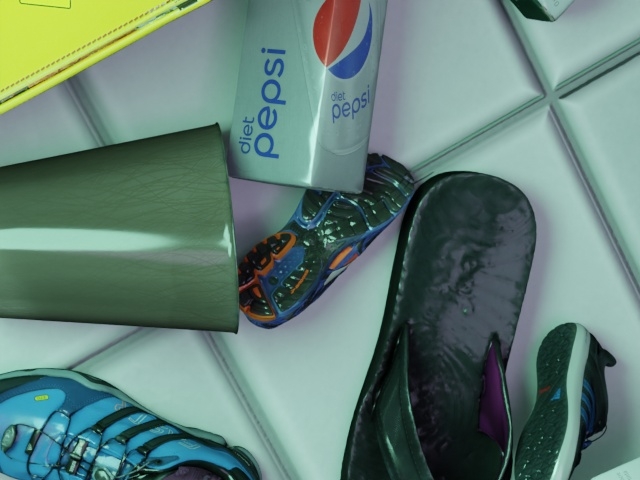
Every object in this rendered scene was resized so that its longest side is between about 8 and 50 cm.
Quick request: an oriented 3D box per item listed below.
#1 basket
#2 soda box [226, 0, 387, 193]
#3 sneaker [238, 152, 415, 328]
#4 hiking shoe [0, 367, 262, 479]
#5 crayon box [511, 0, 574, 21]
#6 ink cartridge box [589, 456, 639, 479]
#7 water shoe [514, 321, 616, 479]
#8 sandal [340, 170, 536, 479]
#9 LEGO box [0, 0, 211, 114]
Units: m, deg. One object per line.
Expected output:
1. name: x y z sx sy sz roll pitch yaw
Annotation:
1. basket: -0.194 -0.003 1.580 0.227 0.154 0.204 -5 56 -7
2. soda box: -0.005 -0.189 1.603 0.091 0.098 0.286 5 94 -57
3. sneaker: 0.000 0.000 1.678 0.221 0.087 0.083 -40 75 -19
4. hiking shoe: -0.183 0.195 1.625 0.304 0.132 0.113 16 94 -16
5. crayon box: 0.253 -0.385 1.677 0.318 0.081 0.202 -44 106 -4
6. ink cartridge box: 0.279 0.335 1.730 0.261 0.066 0.296 -21 135 -11
7. water shoe: 0.246 0.175 1.726 0.080 0.073 0.203 33 56 -26
8. sandal: 0.117 0.157 1.711 0.168 0.107 0.445 3 98 -15
9. LEGO box: -0.279 -0.298 1.358 0.500 0.193 0.372 -25 107 19
